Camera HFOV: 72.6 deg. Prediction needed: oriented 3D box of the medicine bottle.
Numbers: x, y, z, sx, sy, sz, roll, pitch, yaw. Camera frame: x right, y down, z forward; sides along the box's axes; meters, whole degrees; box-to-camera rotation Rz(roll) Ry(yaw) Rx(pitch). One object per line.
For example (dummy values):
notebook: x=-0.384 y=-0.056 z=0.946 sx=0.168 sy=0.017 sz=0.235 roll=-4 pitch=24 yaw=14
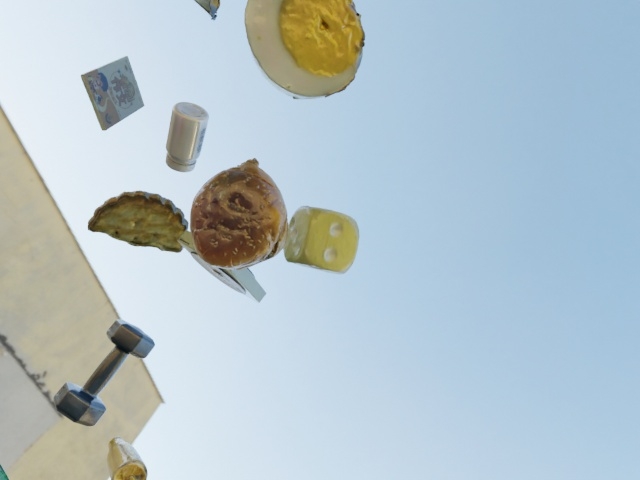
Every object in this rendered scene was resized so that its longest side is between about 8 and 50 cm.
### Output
medicine bottle: x=-0.397 y=-0.302 z=1.284 sx=0.102 sy=0.103 sz=0.187 roll=30 pitch=-53 yaw=4

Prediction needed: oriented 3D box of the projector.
projector: x=-0.322 y=0.084 z=1.463 sx=0.257 sy=0.079 sz=0.259 roll=25 pitch=-23 yaw=30

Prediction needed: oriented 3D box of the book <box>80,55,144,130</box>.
book: x=-0.801 y=-0.580 z=1.703 sx=0.020 sy=0.295 sz=0.208 roll=0 pitch=-55 yaw=13

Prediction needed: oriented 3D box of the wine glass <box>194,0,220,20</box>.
wine glass: x=-0.374 y=-0.654 z=1.090 sx=0.232 sy=0.156 sz=0.156 roll=7 pitch=-53 yaw=-7

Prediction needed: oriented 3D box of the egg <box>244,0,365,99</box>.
egg: x=-0.053 y=-0.537 z=1.183 sx=0.337 sy=0.201 sz=0.337 roll=-2 pitch=-83 yaw=-15

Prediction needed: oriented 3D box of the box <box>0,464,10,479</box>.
box: x=-0.881 y=0.671 z=1.073 sx=0.103 sy=0.180 sz=0.250 roll=45 pitch=-59 yaw=23

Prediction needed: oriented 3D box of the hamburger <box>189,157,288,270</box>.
hamburger: x=-0.197 y=-0.060 z=1.086 sx=0.243 sy=0.286 sz=0.146 roll=20 pitch=-15 yaw=11

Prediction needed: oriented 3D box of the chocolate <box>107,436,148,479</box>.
chocolate: x=-0.488 y=0.542 z=1.081 sx=0.219 sy=0.085 sz=0.086 roll=0 pitch=-54 yaw=58

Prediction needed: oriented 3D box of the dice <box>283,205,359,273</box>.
dice: x=0.000 y=0.000 z=1.271 sx=0.169 sy=0.169 sz=0.166 roll=16 pitch=-7 yaw=-27

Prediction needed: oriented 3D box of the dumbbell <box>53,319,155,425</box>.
dumbbell: x=-0.692 y=0.421 z=1.407 sx=0.144 sy=0.325 sz=0.160 roll=23 pitch=-23 yaw=25

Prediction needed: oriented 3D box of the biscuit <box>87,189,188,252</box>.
biscuit: x=-0.625 y=-0.052 z=1.557 sx=0.329 sy=0.078 sz=0.335 roll=-19 pitch=-41 yaw=18
